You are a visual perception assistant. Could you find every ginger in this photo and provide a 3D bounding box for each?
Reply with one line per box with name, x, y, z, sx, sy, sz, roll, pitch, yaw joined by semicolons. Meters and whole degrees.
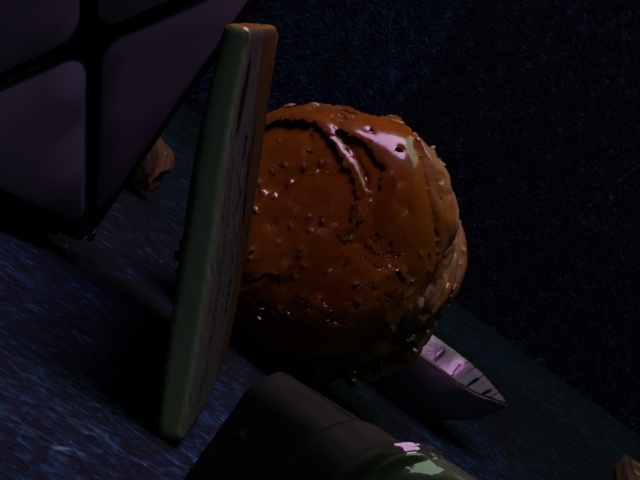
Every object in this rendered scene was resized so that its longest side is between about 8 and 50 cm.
ginger;-0.230;-0.123;2.146;0.137;0.074;0.213;44;6;-23

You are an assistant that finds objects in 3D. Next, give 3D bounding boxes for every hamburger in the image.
hamburger;0.001;0.009;1.746;0.211;0.260;0.245;75;8;-74

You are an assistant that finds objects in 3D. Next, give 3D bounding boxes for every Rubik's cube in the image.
Rubik's cube;-0.263;-0.222;1.497;0.305;0.307;0.310;37;3;31

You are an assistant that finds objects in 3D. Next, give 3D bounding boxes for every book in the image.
book;-0.069;-0.024;1.398;0.032;0.269;0.389;10;7;0

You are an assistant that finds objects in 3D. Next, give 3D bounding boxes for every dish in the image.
dish;0.102;0.139;2.045;0.190;0.066;0.191;34;8;-5

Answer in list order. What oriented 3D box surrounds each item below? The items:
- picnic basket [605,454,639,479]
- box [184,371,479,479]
picnic basket;0.244;0.267;1.436;0.165;0.139;0.266;37;5;5
box;0.050;0.181;1.057;0.274;0.138;0.178;36;-1;-35
